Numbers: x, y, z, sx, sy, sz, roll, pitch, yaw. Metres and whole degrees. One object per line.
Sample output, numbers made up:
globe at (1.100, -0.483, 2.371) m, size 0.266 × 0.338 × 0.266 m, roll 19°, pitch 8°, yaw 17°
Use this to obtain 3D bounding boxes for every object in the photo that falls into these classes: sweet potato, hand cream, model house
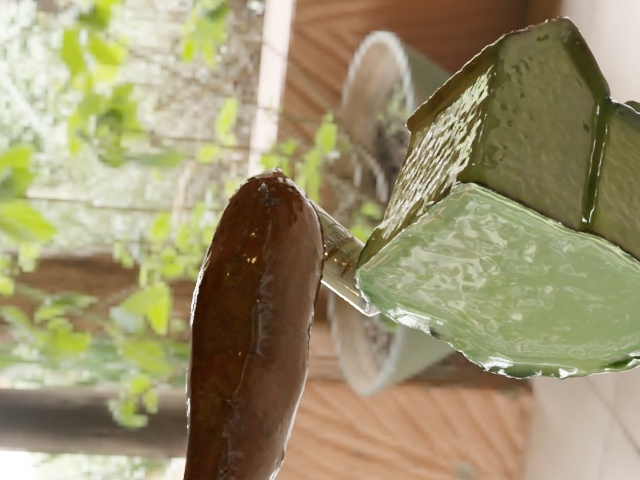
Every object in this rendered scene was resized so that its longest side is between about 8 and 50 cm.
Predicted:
sweet potato at (-0.031, 0.059, 0.594) m, size 0.056 × 0.056 × 0.194 m, roll 115°, pitch 165°, yaw -65°
hand cream at (0.000, 0.000, 1.101) m, size 0.061 × 0.143 × 0.039 m, roll -41°, pitch -23°, yaw -27°
model house at (0.161, -0.030, 1.035) m, size 0.195 × 0.214 × 0.189 m, roll -46°, pitch 23°, yaw 56°
